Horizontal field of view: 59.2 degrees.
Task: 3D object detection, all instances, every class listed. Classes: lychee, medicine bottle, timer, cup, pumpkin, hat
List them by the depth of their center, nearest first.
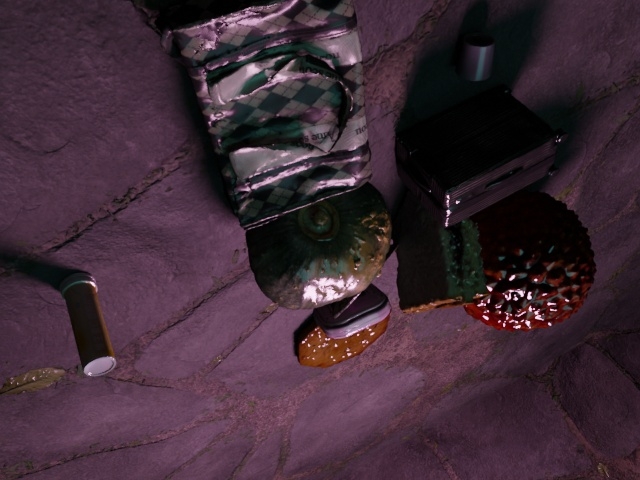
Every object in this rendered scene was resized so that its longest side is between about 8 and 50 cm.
[{"bbox_3d":[-0.468,0.167,1.135,0.073,0.218,0.074,-21,144,-17],"label":"medicine bottle"},{"bbox_3d":[0.343,-0.406,1.225,0.100,0.078,0.077,-51,153,-38],"label":"cup"},{"bbox_3d":[0.000,0.000,1.241,0.327,0.292,0.257,-7,169,-11],"label":"pumpkin"},{"bbox_3d":[0.077,0.069,1.496,0.265,0.128,0.265,-48,-178,3],"label":"hat"},{"bbox_3d":[0.087,0.194,1.623,0.208,0.191,0.069,-25,114,-11],"label":"timer"},{"bbox_3d":[0.599,0.056,1.658,0.499,0.425,0.425,-17,141,-23],"label":"lychee"}]

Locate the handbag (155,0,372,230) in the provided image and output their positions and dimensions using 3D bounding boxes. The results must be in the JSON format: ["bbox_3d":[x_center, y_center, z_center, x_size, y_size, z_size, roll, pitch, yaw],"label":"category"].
[{"bbox_3d":[-0.083,-0.249,0.996,0.316,0.180,0.416,-21,135,-12],"label":"handbag"}]

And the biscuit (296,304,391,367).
[{"bbox_3d":[0.077,0.303,1.849,0.359,0.046,0.359,-19,144,-15],"label":"biscuit"}]

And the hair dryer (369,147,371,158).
[{"bbox_3d":[0.068,-0.242,1.221,0.100,0.057,0.198,-16,135,-25],"label":"hair dryer"}]

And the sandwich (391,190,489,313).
[{"bbox_3d":[0.295,0.021,1.492,0.131,0.326,0.262,-2,169,-23],"label":"sandwich"}]

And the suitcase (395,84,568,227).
[{"bbox_3d":[0.372,-0.199,1.341,0.335,0.230,0.152,-27,143,-9],"label":"suitcase"}]
